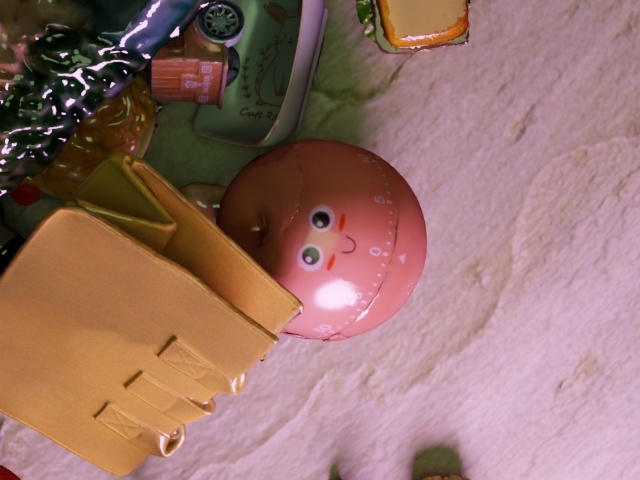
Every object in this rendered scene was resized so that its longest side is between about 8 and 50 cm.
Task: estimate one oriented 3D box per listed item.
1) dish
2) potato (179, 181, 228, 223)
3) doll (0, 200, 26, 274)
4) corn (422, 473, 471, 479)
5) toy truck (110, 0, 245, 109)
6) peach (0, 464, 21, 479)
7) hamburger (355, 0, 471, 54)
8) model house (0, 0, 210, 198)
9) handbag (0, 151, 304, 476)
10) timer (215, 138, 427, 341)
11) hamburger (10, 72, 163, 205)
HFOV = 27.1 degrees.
[{"bbox_3d":[-0.060,-0.211,1.546,0.077,0.151,0.212,11,92,-42],"label":"dish"},{"bbox_3d":[-0.133,-0.037,1.592,0.083,0.062,0.068,4,127,19],"label":"potato"},{"bbox_3d":[-0.467,-0.047,1.543,0.257,0.117,0.182,41,112,-11],"label":"doll"},{"bbox_3d":[0.152,0.413,1.641,0.093,0.093,0.244,1,96,-3],"label":"corn"},{"bbox_3d":[-0.182,-0.324,1.480,0.184,0.133,0.338,-1,73,-8],"label":"toy truck"},{"bbox_3d":[-0.464,0.375,1.520,0.245,0.274,0.249,-40,56,34],"label":"peach"},{"bbox_3d":[0.106,-0.302,1.562,0.137,0.087,0.166,-7,95,-1],"label":"hamburger"},{"bbox_3d":[-0.385,-0.321,1.276,0.445,0.400,0.395,-37,53,16],"label":"model house"},{"bbox_3d":[-0.224,0.102,1.481,0.283,0.133,0.401,40,133,-7],"label":"handbag"},{"bbox_3d":[0.000,0.000,1.513,0.215,0.229,0.230,10,97,-34],"label":"timer"},{"bbox_3d":[-0.296,-0.146,1.528,0.237,0.149,0.237,0,96,-5],"label":"hamburger"}]
